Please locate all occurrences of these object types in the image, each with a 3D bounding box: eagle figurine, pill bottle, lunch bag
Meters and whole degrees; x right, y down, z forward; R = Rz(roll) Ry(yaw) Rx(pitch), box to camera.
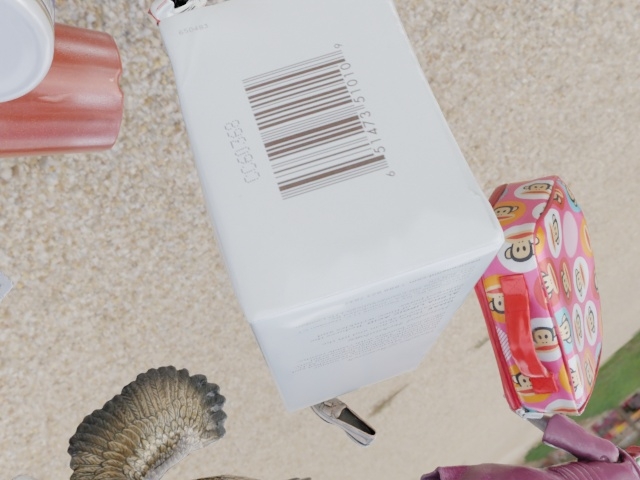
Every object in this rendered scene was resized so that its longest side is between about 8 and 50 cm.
[{"bbox_3d":[-0.193,0.286,0.770,0.298,0.226,0.225,-38,-176,-19],"label":"eagle figurine"},{"bbox_3d":[-0.371,-0.287,0.745,0.153,0.264,0.153,-10,140,-9],"label":"pill bottle"},{"bbox_3d":[0.291,0.082,0.901,0.120,0.293,0.258,-8,-158,32],"label":"lunch bag"}]

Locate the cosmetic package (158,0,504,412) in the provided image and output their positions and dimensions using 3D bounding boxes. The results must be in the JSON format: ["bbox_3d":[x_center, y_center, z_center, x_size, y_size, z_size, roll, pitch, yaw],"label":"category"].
[{"bbox_3d":[0.000,0.000,0.565,0.156,0.217,0.385,-18,161,-5],"label":"cosmetic package"}]

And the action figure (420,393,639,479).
[{"bbox_3d":[0.305,0.319,0.840,0.370,0.248,0.276,-13,171,-29],"label":"action figure"}]

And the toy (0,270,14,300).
[{"bbox_3d":[-0.438,0.022,0.662,0.237,0.056,0.137,53,56,-36],"label":"toy"}]

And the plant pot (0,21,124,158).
[{"bbox_3d":[-0.475,-0.246,1.088,0.265,0.272,0.272,-3,139,-34],"label":"plant pot"}]

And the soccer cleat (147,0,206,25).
[{"bbox_3d":[-0.128,-0.226,0.637,0.036,0.029,0.083,-29,-167,39],"label":"soccer cleat"}]

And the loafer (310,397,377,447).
[{"bbox_3d":[0.038,0.283,1.095,0.045,0.125,0.039,-50,174,-40],"label":"loafer"}]
